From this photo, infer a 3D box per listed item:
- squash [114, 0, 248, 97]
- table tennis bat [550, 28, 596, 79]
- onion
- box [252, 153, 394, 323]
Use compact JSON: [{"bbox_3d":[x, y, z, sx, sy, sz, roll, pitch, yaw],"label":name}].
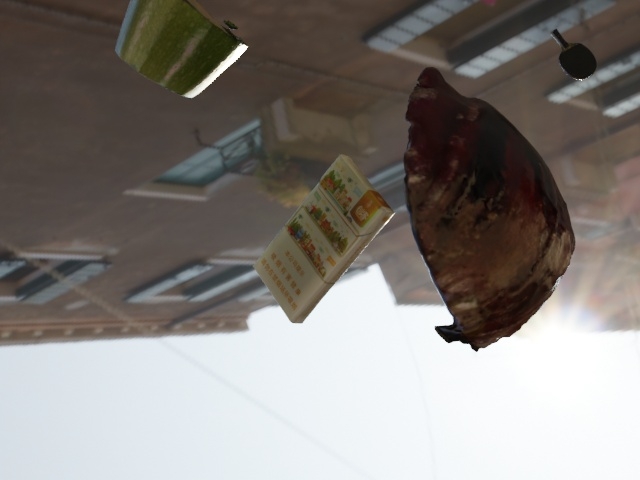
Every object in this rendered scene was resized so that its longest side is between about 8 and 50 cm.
[{"bbox_3d":[-0.187,-0.270,1.324,0.170,0.123,0.170,33,-169,-7],"label":"squash"},{"bbox_3d":[0.347,-0.258,1.387,0.050,0.007,0.083,-32,-104,-13],"label":"table tennis bat"},{"bbox_3d":[0.193,-0.053,1.124,0.280,0.146,0.314,63,-149,-33],"label":"onion"},{"bbox_3d":[0.001,0.000,1.413,0.032,0.220,0.122,10,-144,-50],"label":"box"}]
